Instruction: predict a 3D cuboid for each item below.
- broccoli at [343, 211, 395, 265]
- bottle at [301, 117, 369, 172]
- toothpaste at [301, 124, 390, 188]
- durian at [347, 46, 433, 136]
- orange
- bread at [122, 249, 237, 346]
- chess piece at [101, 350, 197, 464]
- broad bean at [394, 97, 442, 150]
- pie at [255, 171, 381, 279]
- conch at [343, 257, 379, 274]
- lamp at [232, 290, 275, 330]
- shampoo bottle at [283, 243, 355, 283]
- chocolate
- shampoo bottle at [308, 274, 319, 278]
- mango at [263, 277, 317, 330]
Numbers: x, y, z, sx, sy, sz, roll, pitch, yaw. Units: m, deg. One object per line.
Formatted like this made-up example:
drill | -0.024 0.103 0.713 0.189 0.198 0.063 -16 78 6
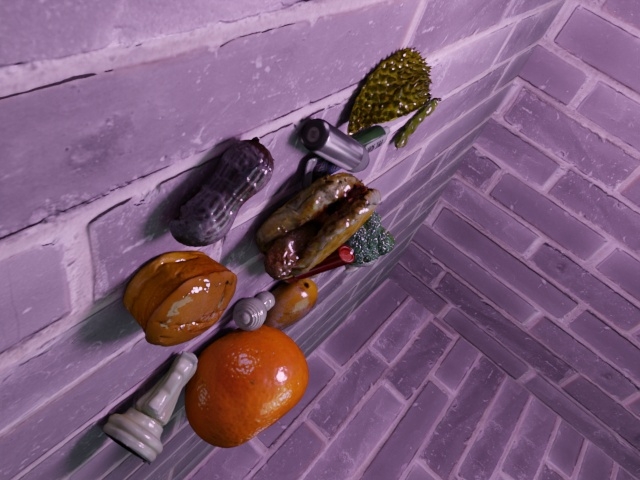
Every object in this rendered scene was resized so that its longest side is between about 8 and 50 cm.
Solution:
broccoli | 0.142 -0.039 1.762 0.269 0.269 0.254 -36 164 -42
bottle | 0.042 -0.233 1.195 0.079 0.096 0.253 -33 158 23
toothpaste | 0.084 -0.253 1.360 0.392 0.061 0.099 -36 154 -39
durian | 0.194 -0.405 1.299 0.351 0.158 0.169 -39 -164 -36
orange | -0.249 0.467 1.593 0.423 0.326 0.424 -34 166 -9
bread | -0.288 0.123 1.035 0.196 0.142 0.269 -53 162 10
chess piece | -0.452 0.451 1.367 0.298 0.175 0.176 -56 170 -32
broad bean | 0.343 -0.420 1.728 0.256 0.052 0.052 -48 127 -12
pie | -0.009 -0.042 1.396 0.395 0.180 0.418 -40 176 1
conch | 0.177 0.065 2.241 0.199 0.131 0.172 -23 -168 1
lamp | -0.209 0.223 1.571 0.106 0.106 0.193 -57 171 21
shampoo bottle | -0.016 0.082 1.610 0.260 0.065 0.102 -22 167 33
chocolate | -0.181 -0.087 0.915 0.248 0.110 0.110 -48 165 0
shampoo bottle | -0.031 0.094 1.805 0.079 0.079 0.162 -41 163 -31
mango | -0.142 0.251 1.759 0.316 0.146 0.192 -40 166 15
